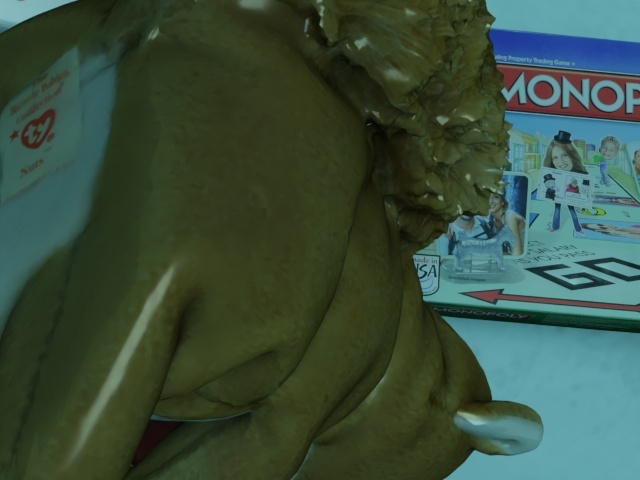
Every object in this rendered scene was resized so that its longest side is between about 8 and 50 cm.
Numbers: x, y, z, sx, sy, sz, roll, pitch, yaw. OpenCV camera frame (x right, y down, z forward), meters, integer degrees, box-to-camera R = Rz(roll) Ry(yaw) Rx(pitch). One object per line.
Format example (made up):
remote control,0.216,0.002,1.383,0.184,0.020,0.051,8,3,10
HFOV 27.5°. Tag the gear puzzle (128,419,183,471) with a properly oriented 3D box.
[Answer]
gear puzzle,-0.051,0.132,0.878,0.339,0.044,0.175,-39,82,-28

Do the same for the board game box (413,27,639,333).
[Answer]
board game box,0.215,-0.041,0.952,0.317,0.046,0.213,5,74,-3

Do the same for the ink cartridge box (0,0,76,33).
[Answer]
ink cartridge box,-0.115,-0.180,0.868,0.203,0.086,0.148,12,79,-16

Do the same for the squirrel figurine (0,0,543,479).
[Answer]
squirrel figurine,0.000,0.000,0.728,0.370,0.281,0.397,35,86,-43
